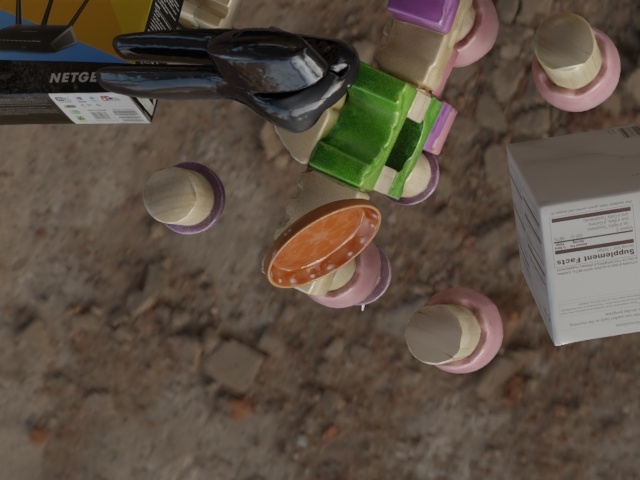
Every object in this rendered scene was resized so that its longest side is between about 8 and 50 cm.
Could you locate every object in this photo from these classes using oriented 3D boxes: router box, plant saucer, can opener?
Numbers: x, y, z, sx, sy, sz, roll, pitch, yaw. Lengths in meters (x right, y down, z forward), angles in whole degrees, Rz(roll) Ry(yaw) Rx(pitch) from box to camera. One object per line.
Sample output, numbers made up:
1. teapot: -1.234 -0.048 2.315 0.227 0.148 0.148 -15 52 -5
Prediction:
1. router box: -0.190 -0.148 1.084 0.179 0.133 0.046 1 153 22
2. plant saucer: 0.000 0.000 0.983 0.083 0.083 0.013 -49 62 32
3. can opener: -0.057 -0.104 0.894 0.186 0.059 0.073 10 143 41

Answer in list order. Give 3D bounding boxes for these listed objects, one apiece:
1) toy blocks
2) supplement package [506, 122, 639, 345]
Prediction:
1. toy blocks: 0.046 -0.083 1.191 0.309 0.260 0.288 25 94 13
2. supplement package: 0.329 -0.019 1.483 0.262 0.204 0.145 -8 110 1
